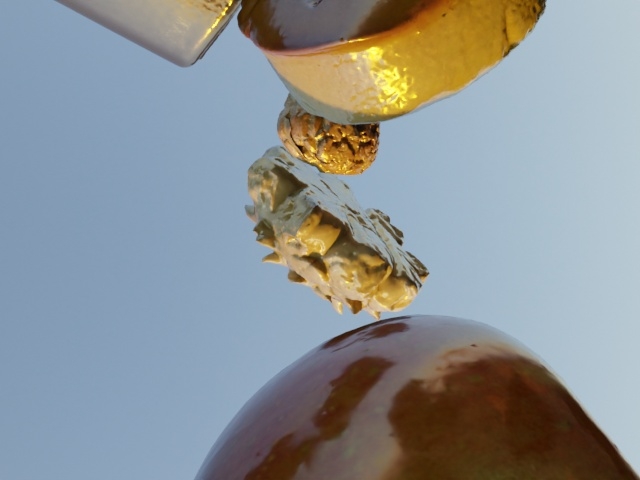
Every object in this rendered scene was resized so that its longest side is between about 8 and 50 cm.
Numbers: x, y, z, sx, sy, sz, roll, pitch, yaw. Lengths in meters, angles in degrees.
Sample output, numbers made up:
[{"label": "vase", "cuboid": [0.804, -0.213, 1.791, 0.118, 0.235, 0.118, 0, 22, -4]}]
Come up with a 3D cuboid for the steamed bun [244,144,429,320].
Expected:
[{"label": "steamed bun", "cuboid": [0.000, 0.000, 1.089, 0.292, 0.137, 0.295, 45, -164, 8]}]

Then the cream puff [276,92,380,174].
[{"label": "cream puff", "cuboid": [0.018, -0.138, 0.956, 0.119, 0.104, 0.133, -35, -85, -48]}]

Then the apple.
[{"label": "apple", "cuboid": [0.060, 0.222, 0.535, 0.340, 0.340, 0.339, 5, -96, -54]}]

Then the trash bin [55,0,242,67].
[{"label": "trash bin", "cuboid": [-0.189, -0.294, 0.664, 0.290, 0.182, 0.209, 28, -140, -24]}]

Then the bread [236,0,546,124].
[{"label": "bread", "cuboid": [0.030, -0.117, 0.408, 0.125, 0.156, 0.086, -59, -46, -29]}]
